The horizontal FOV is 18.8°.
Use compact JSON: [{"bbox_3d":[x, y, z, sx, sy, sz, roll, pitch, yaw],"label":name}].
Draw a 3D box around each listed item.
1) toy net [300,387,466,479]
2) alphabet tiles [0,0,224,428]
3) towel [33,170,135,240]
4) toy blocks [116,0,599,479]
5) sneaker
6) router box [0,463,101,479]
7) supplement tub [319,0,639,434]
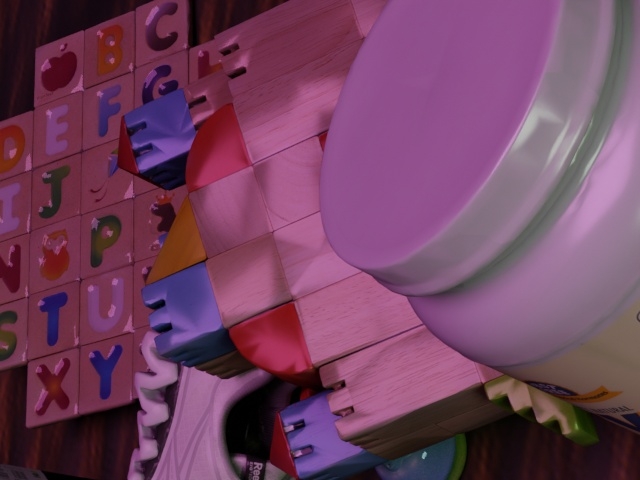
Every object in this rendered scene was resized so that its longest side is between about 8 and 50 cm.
[{"bbox_3d":[0.047,0.065,1.353,0.122,0.045,0.232,-6,73,43],"label":"toy net"},{"bbox_3d":[-0.171,-0.028,1.566,0.285,0.011,0.342,-17,64,33],"label":"alphabet tiles"},{"bbox_3d":[-0.236,-0.012,1.643,0.237,0.021,0.102,33,105,42],"label":"towel"},{"bbox_3d":[0.000,0.000,1.255,0.261,0.191,0.381,-24,69,15],"label":"toy blocks"},{"bbox_3d":[-0.081,0.189,1.371,0.118,0.110,0.292,18,103,40],"label":"sneaker"},{"bbox_3d":[-0.211,0.237,1.442,0.133,0.179,0.046,-57,47,16],"label":"router box"},{"bbox_3d":[0.187,-0.016,1.021,0.235,0.325,0.235,-44,33,38],"label":"supplement tub"}]
